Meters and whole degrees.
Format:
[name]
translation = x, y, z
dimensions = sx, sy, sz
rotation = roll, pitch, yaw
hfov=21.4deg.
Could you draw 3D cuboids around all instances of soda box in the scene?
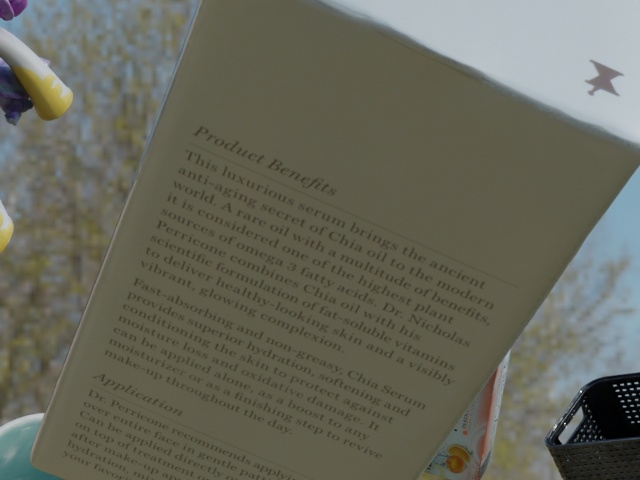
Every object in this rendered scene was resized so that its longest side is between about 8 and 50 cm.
[soda box]
translation = 0.146, 0.147, 1.672
dimensions = 0.063, 0.183, 0.058
rotation = 15, 25, 16

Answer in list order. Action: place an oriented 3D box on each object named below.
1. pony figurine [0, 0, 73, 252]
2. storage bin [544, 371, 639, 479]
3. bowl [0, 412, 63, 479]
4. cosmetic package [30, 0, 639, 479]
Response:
[pony figurine]
translation = -0.381, -0.214, 1.638
dimensions = 0.303, 0.351, 0.363
rotation = -1, -38, 26
[storage bin]
translation = 0.321, 0.189, 1.613
dimensions = 0.180, 0.084, 0.122
rotation = -13, 22, 41
[bowl]
translation = -0.252, 0.334, 1.568
dimensions = 0.163, 0.311, 0.311
rotation = -37, -32, 30
[cosmetic package]
translation = 0.000, 0.000, 1.002
dimensions = 0.230, 0.161, 0.453
rotation = 24, -44, -4
